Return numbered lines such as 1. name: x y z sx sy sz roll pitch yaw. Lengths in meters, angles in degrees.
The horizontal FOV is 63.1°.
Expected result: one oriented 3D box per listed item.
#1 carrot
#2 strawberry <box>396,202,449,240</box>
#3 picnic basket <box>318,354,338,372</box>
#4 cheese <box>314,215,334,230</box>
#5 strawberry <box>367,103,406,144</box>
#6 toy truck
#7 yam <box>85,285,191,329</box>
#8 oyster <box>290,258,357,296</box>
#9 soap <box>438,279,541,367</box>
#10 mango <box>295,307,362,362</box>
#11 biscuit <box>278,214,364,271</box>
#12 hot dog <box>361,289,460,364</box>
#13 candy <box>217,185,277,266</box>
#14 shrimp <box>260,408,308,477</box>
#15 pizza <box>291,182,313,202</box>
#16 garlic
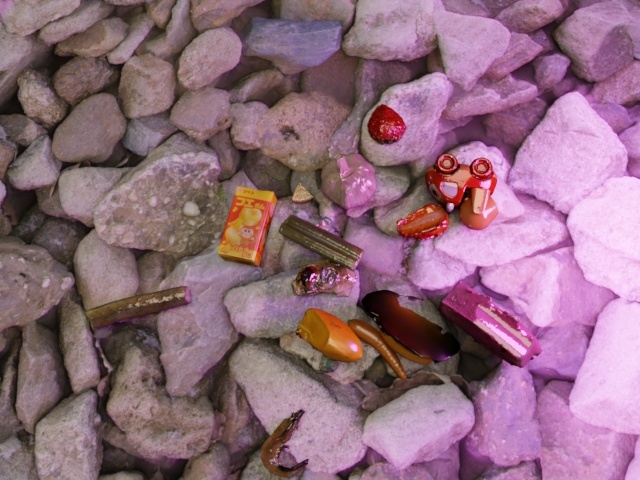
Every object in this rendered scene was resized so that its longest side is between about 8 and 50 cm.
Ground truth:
1. carrot: 0.198 0.351 1.744 0.271 0.062 0.066 39 47 12
2. strawberry: 0.365 -0.057 1.856 0.188 0.082 0.121 -18 53 10
3. picnic basket: 0.022 0.410 1.740 0.083 0.083 0.065 8 76 48
4. cheese: -0.011 -0.028 1.898 0.095 0.038 0.145 39 73 15
5. strawberry: 0.254 -0.456 1.999 0.147 0.082 0.187 -10 66 -5
6. toy truck: 0.491 -0.162 1.820 0.265 0.189 0.239 9 82 9
7. yam: -0.650 0.233 1.858 0.372 0.083 0.083 -16 71 0
8. oyster: 0.008 0.127 1.816 0.233 0.107 0.161 -18 63 -3
9. soap: 0.536 0.270 1.656 0.325 0.220 0.127 36 87 15
10. mango: 0.032 0.316 1.713 0.252 0.154 0.126 28 95 28
11. biscuit: 0.000 0.000 1.835 0.323 0.038 0.099 28 64 17
12. hot dog: 0.290 0.298 1.726 0.194 0.107 0.326 -23 54 -26
13. candy: -0.264 -0.052 1.905 0.146 0.088 0.276 9 73 10
14. shrimp: -0.092 0.655 1.675 0.152 0.046 0.219 33 82 16
15. pizza: -0.069 -0.177 1.959 0.083 0.025 0.078 -6 76 -3
16. garlic: 0.093 -0.232 1.865 0.219 0.212 0.218 -4 68 10
